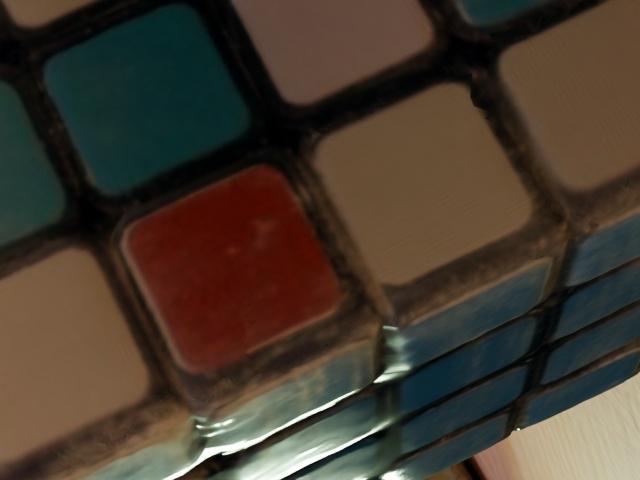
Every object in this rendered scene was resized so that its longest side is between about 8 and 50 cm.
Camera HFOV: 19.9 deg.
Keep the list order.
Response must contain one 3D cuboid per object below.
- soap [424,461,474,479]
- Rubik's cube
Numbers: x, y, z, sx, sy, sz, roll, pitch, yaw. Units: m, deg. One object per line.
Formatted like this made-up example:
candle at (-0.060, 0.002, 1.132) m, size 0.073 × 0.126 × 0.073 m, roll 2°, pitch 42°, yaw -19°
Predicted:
soap at (0.070, 0.263, 1.634) m, size 0.293 × 0.156 × 0.335 m, roll 76°, pitch 167°, yaw -53°
Rubik's cube at (-0.032, -0.039, 0.662) m, size 0.253 × 0.256 × 0.259 m, roll 63°, pitch 174°, yaw 18°
